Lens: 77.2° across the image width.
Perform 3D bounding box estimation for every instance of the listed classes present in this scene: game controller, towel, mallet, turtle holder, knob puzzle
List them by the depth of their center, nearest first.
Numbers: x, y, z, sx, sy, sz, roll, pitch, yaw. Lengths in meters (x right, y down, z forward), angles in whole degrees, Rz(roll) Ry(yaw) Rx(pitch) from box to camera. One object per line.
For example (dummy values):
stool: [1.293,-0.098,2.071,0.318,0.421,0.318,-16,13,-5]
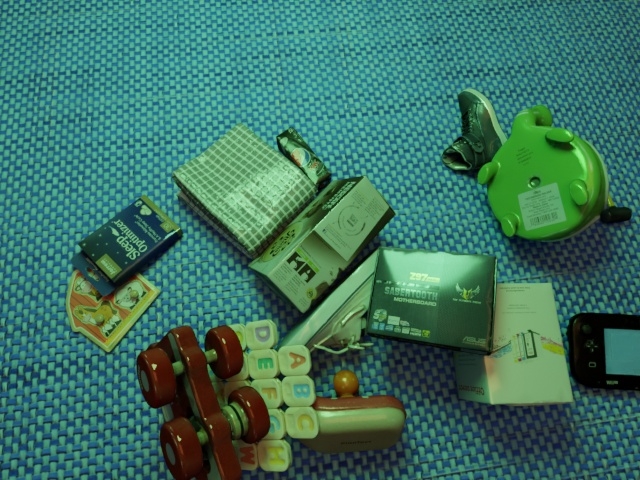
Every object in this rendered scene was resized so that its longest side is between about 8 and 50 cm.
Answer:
game controller: [0.721,0.253,0.908,0.319,0.067,0.166,3,73,-1]
knob puzzle: [-0.498,0.127,0.917,0.213,0.030,0.213,1,73,-2]
turtle holder: [0.523,-0.148,0.953,0.228,0.243,0.320,3,45,-38]
towel: [-0.184,-0.127,0.961,0.284,0.121,0.235,40,75,10]
mallet: [0.734,-0.131,1.047,0.062,0.039,0.189,-14,69,-4]

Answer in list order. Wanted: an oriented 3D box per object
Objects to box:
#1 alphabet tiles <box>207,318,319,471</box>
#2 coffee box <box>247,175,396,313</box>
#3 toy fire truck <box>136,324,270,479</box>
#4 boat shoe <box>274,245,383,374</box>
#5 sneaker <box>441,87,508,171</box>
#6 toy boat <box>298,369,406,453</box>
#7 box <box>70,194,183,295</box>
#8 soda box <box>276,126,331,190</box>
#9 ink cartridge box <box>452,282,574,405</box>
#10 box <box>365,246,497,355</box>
alphabet tiles: [-0.135,0.307,0.801,0.278,0.021,0.284,-13,79,26]
coffee box: [0.000,0.000,0.889,0.297,0.168,0.119,-46,109,-14]
toy fire truck: [-0.248,0.318,0.772,0.169,0.254,0.302,-13,72,-40]
boat shoe: [0.058,0.185,0.882,0.367,0.136,0.156,-43,89,-20]
sneaker: [0.378,-0.287,1.050,0.164,0.086,0.226,-20,76,-11]
toy boat: [0.054,0.342,0.834,0.231,0.151,0.151,-2,43,-3]
box: [-0.455,0.008,0.936,0.136,0.036,0.225,40,70,13]
soda box: [-0.043,-0.205,1.021,0.053,0.060,0.169,-36,78,-11]
ink cartridge box: [0.387,0.219,0.851,0.168,0.171,0.232,0,73,-3]
box: [0.218,0.113,0.788,0.233,0.059,0.183,6,69,20]
